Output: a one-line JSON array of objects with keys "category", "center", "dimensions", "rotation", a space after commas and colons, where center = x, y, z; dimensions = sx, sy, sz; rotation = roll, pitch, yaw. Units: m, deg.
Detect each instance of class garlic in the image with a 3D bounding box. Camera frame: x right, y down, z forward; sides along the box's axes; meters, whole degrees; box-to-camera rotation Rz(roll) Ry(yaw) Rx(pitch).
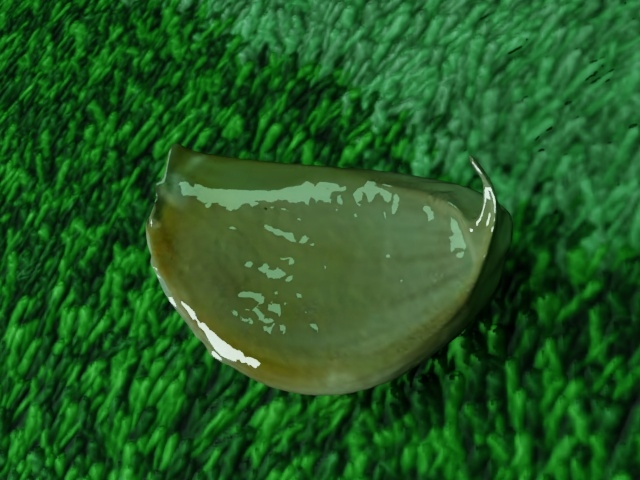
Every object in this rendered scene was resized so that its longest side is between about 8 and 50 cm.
[{"category": "garlic", "center": [0.009, 0.010, 0.713], "dimensions": [0.245, 0.164, 0.145], "rotation": [2, 44, 30]}]
